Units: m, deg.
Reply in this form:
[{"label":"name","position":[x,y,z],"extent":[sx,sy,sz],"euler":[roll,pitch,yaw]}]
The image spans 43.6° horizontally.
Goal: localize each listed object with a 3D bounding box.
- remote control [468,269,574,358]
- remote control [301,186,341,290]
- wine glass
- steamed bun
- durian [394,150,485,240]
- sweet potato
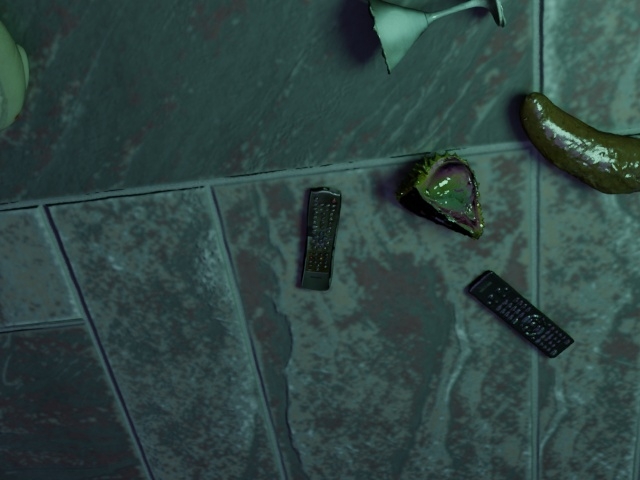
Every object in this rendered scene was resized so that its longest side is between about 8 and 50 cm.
[{"label":"remote control","position":[0.376,0.139,1.490],"extent":[0.245,0.025,0.063],"euler":[38,116,-21]},{"label":"remote control","position":[0.000,0.000,1.407],"extent":[0.059,0.028,0.212],"euler":[8,123,1]},{"label":"wine glass","position":[0.165,-0.319,1.141],"extent":[0.183,0.122,0.122],"euler":[-16,122,10]},{"label":"steamed bun","position":[-0.526,-0.268,1.180],"extent":[0.177,0.130,0.228],"euler":[-12,124,21]},{"label":"durian","position":[0.203,-0.087,1.319],"extent":[0.187,0.119,0.108],"euler":[31,82,-30]},{"label":"sweet potato","position":[0.458,-0.132,1.268],"extent":[0.342,0.092,0.114],"euler":[17,106,-10]}]
